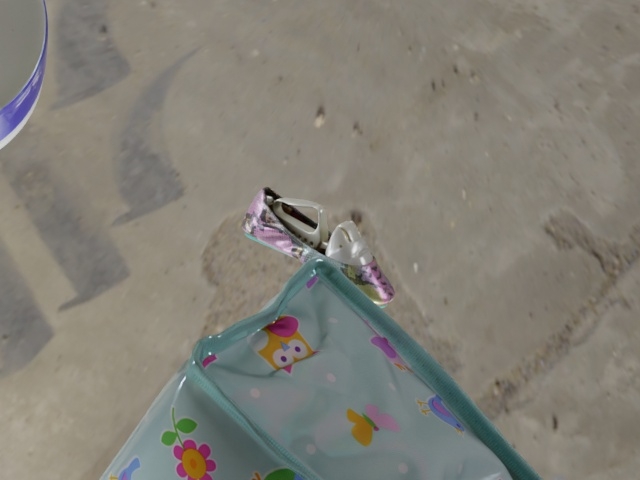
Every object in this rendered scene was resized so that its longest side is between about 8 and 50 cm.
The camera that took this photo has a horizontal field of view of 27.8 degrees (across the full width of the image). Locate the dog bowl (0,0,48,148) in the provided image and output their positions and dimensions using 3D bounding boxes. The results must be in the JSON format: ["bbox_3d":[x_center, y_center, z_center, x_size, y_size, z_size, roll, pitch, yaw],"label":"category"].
[{"bbox_3d":[-0.414,-0.207,1.331,0.264,0.104,0.265,5,72,-15],"label":"dog bowl"}]

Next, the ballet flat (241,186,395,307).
[{"bbox_3d":[0.000,0.000,1.556,0.221,0.077,0.079,30,116,26],"label":"ballet flat"}]

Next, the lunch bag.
[{"bbox_3d":[0.011,0.183,0.660,0.262,0.160,0.223,43,125,8],"label":"lunch bag"}]
